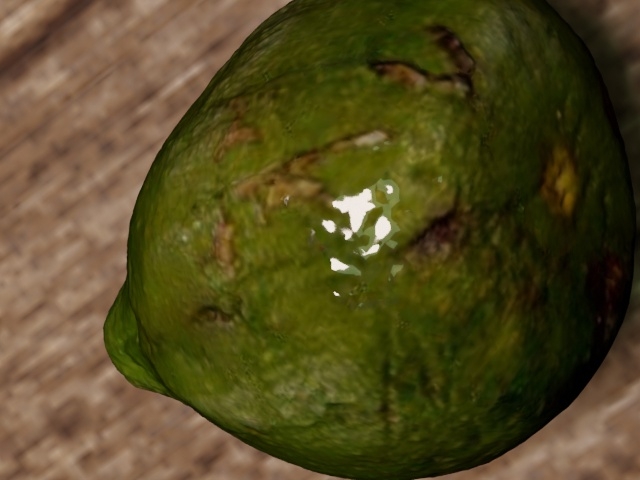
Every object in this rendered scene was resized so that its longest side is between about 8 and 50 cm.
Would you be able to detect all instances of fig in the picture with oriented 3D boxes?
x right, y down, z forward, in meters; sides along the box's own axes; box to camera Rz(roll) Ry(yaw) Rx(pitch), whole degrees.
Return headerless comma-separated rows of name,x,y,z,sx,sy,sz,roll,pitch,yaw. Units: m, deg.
fig,0.000,0.000,0.477,0.156,0.123,0.123,-9,95,42
